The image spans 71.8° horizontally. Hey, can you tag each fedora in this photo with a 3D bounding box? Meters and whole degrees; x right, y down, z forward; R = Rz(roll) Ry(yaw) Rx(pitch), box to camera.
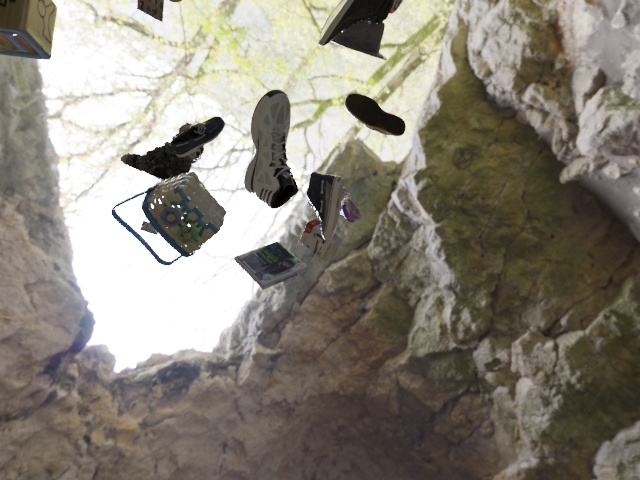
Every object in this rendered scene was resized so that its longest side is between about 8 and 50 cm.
[{"bbox_3d":[0.143,-0.790,1.663,0.276,0.124,0.243,15,-149,-9],"label":"fedora"}]

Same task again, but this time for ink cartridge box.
[{"bbox_3d":[-0.788,-0.059,2.044,0.084,0.048,0.028,17,177,22],"label":"ink cartridge box"},{"bbox_3d":[0.000,0.000,1.632,0.135,0.099,0.056,39,-144,20],"label":"ink cartridge box"}]

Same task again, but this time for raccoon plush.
[{"bbox_3d":[-0.759,-0.447,2.126,0.447,0.298,0.216,24,177,14],"label":"raccoon plush"}]

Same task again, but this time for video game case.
[{"bbox_3d":[-0.164,0.076,1.457,0.173,0.022,0.190,-21,-141,-31],"label":"video game case"}]

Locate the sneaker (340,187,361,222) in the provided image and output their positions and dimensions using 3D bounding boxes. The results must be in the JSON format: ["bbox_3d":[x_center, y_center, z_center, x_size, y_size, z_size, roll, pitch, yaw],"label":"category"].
[{"bbox_3d":[0.081,-0.126,1.715,0.095,0.105,0.236,49,-168,-30],"label":"sneaker"}]

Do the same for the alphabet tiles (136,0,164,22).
[{"bbox_3d":[-0.637,-0.935,1.613,0.009,0.198,0.237,11,-168,11],"label":"alphabet tiles"}]

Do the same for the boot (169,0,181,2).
[{"bbox_3d":[-0.375,-0.596,1.016,0.158,0.059,0.084,39,175,31],"label":"boot"}]

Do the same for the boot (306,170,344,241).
[{"bbox_3d":[0.006,-0.091,1.172,0.086,0.189,0.069,16,-150,13],"label":"boot"}]

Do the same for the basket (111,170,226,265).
[{"bbox_3d":[-0.465,-0.066,1.371,0.254,0.289,0.201,52,-155,-28],"label":"basket"}]

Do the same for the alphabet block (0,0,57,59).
[{"bbox_3d":[-0.981,-0.718,1.402,0.194,0.196,0.192,4,173,-9],"label":"alphabet block"}]

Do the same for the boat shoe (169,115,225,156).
[{"bbox_3d":[-0.515,-0.451,1.853,0.095,0.255,0.079,49,168,30],"label":"boat shoe"}]

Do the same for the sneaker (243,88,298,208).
[{"bbox_3d":[-0.146,-0.324,1.686,0.169,0.446,0.257,-12,-140,-38],"label":"sneaker"}]

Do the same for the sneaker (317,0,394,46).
[{"bbox_3d":[0.125,-0.723,1.433,0.147,0.295,0.104,33,-162,-28],"label":"sneaker"}]

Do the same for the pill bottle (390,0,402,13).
[{"bbox_3d":[0.182,-0.909,1.557,0.246,0.130,0.130,41,-165,4],"label":"pill bottle"}]

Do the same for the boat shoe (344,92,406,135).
[{"bbox_3d":[0.215,-0.514,1.848,0.303,0.109,0.098,18,177,-28],"label":"boat shoe"}]
